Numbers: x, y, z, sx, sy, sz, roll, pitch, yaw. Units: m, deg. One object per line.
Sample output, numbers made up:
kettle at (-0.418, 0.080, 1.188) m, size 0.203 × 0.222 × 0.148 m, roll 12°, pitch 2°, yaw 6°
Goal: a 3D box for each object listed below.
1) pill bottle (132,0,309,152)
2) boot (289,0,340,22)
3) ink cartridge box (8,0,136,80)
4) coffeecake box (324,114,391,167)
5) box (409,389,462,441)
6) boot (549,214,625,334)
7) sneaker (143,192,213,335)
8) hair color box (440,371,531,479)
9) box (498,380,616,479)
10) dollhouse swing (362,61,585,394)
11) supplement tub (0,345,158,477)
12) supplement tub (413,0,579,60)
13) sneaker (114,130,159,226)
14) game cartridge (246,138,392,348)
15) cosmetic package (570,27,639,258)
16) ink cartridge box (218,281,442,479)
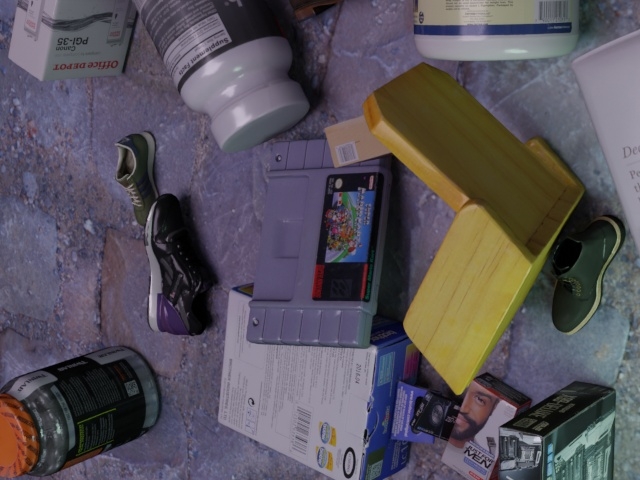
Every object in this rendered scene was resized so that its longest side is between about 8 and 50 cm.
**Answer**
pill bottle at (-0.175, -0.348, 1.976) m, size 0.210 × 0.210 × 0.363 m, roll -35°, pitch 79°, yaw 39°
boot at (0.018, -0.441, 1.869) m, size 0.219 × 0.082 × 0.106 m, roll -19°, pitch 105°, yaw 41°
ink cartridge box at (-0.456, -0.455, 2.179) m, size 0.117 × 0.207 × 0.283 m, roll 35°, pitch 121°, yaw 30°
coffeecake box at (0.123, -0.171, 1.791) m, size 0.142 × 0.185 × 0.068 m, roll -14°, pitch 91°, yaw 40°
box at (0.196, 0.291, 1.897) m, size 0.067 × 0.083 × 0.018 m, roll -61°, pitch 31°, yaw 6°
boot at (0.362, 0.060, 1.684) m, size 0.077 × 0.137 × 0.198 m, roll 29°, pitch 118°, yaw 31°
sneaker at (-0.262, 0.048, 2.228) m, size 0.124 × 0.107 × 0.283 m, roll 7°, pitch 109°, yaw 23°
hair color box at (0.269, 0.311, 1.872) m, size 0.093 × 0.053 × 0.167 m, roll 31°, pitch 117°, yaw 31°
box at (0.352, 0.390, 1.702) m, size 0.076 × 0.242 × 0.307 m, roll 8°, pitch 104°, yaw 38°
dollhouse swing at (0.174, -0.030, 1.631) m, size 0.305 × 0.347 × 0.315 m, roll 30°, pitch 119°, yaw 11°
supplement tub at (-0.512, 0.350, 2.326) m, size 0.207 × 0.338 × 0.207 m, roll 9°, pitch 106°, yaw 37°
supplement tub at (0.245, -0.420, 1.603) m, size 0.235 × 0.235 × 0.325 m, roll 7°, pitch 105°, yaw 38°
sneaker at (-0.372, -0.117, 2.268) m, size 0.064 × 0.086 × 0.192 m, roll 10°, pitch 107°, yaw 37°
game cartridge at (0.000, 0.000, 1.910) m, size 0.230 × 0.068 × 0.355 m, roll -3°, pitch 74°, yaw 36°
cosmetic package at (0.566, -0.099, 1.357) m, size 0.327 × 0.329 × 0.394 m, roll -22°, pitch 86°, yaw 40°
ink cartridge box at (0.018, 0.252, 1.997) m, size 0.395 × 0.151 × 0.270 m, roll 20°, pitch 111°, yaw 36°
